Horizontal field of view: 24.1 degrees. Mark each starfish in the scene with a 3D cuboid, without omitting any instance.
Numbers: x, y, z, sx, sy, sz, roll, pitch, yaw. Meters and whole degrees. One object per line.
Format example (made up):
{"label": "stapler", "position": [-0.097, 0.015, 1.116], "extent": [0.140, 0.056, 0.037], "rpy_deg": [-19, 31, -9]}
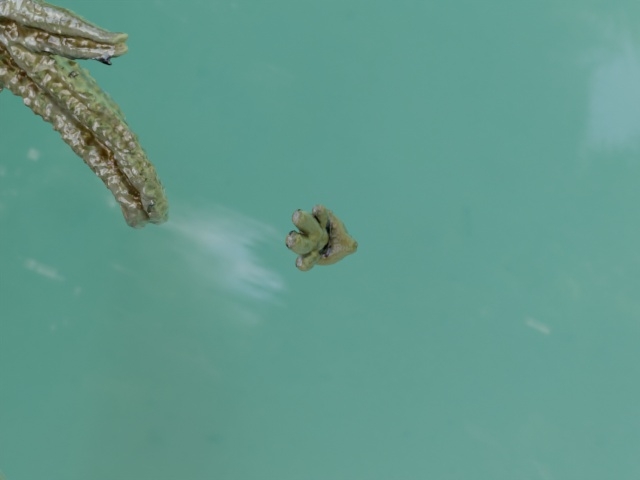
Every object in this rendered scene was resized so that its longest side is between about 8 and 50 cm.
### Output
{"label": "starfish", "position": [-0.327, -0.161, 1.354], "extent": [0.324, 0.432, 0.082], "rpy_deg": [89, -156, -50]}

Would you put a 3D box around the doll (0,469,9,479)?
{"label": "doll", "position": [-0.240, 0.123, 0.800], "extent": [0.113, 0.275, 0.155], "rpy_deg": [-54, 9, -22]}

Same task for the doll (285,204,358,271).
{"label": "doll", "position": [-0.008, -0.002, 1.333], "extent": [0.051, 0.093, 0.061], "rpy_deg": [17, 91, 43]}
